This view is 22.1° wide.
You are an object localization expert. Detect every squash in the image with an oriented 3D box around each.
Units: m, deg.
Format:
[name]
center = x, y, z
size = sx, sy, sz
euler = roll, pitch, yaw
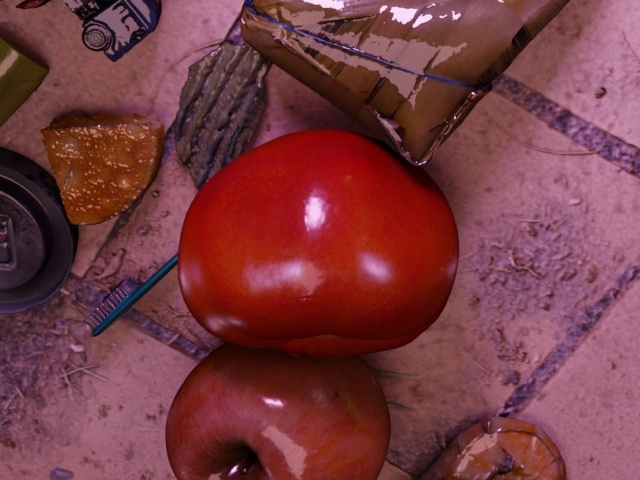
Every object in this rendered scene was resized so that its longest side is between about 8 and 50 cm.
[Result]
[squash]
center = -0.388, -0.138, 1.786
size = 0.200, 0.075, 0.090
euler = -47, 126, 9

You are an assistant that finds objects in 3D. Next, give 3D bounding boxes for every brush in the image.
[brush]
center = -0.210, 0.048, 1.897
size = 0.032, 0.043, 0.193
euler = 47, 119, -1

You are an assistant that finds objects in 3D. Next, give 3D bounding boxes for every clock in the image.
[clock]
center = -0.383, -0.012, 1.886
size = 0.215, 0.042, 0.214
euler = 5, 124, 7

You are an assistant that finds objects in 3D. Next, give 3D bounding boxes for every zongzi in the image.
[zongzi]
center = 0.090, -0.247, 1.607
size = 0.260, 0.123, 0.289
euler = 36, 112, -10

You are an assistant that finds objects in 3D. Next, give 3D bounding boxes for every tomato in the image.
[tomato]
center = 0.000, 0.000, 1.711
size = 0.299, 0.226, 0.298
euler = 3, 168, 1

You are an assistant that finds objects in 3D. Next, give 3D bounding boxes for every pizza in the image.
[pizza]
center = -0.242, -0.096, 1.802
size = 0.175, 0.046, 0.134
euler = -37, 111, 28

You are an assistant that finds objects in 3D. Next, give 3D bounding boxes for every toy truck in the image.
[toy truck]
center = -0.244, -0.284, 1.668
size = 0.088, 0.074, 0.201
euler = -33, 112, 17

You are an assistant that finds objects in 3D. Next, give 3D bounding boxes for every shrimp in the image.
[shrimp]
center = 0.187, 0.328, 2.000
size = 0.178, 0.075, 0.289
euler = 34, 109, -16

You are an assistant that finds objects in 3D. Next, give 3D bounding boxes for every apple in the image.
[apple]
center = -0.045, 0.212, 1.878
size = 0.254, 0.253, 0.253
euler = 5, 124, 7

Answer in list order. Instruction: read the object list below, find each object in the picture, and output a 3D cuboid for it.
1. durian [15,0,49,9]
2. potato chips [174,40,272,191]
[durian]
center = -0.310, -0.357, 1.450
size = 0.348, 0.384, 0.347
euler = 19, 138, 18
[potato chips]
center = -0.115, -0.126, 1.772
size = 0.092, 0.028, 0.207
euler = 22, 123, -3
